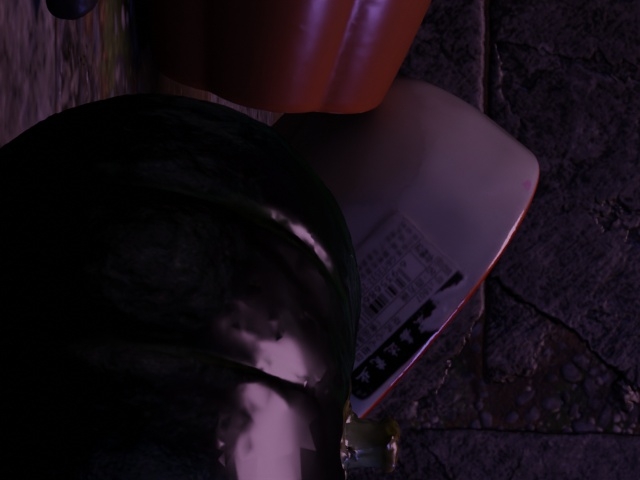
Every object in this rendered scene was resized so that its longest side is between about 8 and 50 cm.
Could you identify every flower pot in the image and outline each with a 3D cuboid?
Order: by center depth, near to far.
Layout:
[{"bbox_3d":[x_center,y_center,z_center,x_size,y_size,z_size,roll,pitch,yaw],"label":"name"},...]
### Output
[{"bbox_3d":[-0.010,-0.164,0.844,0.190,0.191,0.173,-81,180,-68],"label":"flower pot"}]

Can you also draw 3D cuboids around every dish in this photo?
[{"bbox_3d":[0.000,0.000,0.938,0.256,0.117,0.256,-48,-169,12],"label":"dish"}]

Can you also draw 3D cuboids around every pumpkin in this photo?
[{"bbox_3d":[-0.047,0.055,0.474,0.202,0.140,0.202,4,90,-86],"label":"pumpkin"}]

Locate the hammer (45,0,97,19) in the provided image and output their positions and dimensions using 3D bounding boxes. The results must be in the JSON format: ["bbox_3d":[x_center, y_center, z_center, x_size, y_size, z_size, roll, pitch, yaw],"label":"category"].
[{"bbox_3d":[-0.099,-0.142,0.534,0.201,0.021,0.078,84,7,-56],"label":"hammer"}]
